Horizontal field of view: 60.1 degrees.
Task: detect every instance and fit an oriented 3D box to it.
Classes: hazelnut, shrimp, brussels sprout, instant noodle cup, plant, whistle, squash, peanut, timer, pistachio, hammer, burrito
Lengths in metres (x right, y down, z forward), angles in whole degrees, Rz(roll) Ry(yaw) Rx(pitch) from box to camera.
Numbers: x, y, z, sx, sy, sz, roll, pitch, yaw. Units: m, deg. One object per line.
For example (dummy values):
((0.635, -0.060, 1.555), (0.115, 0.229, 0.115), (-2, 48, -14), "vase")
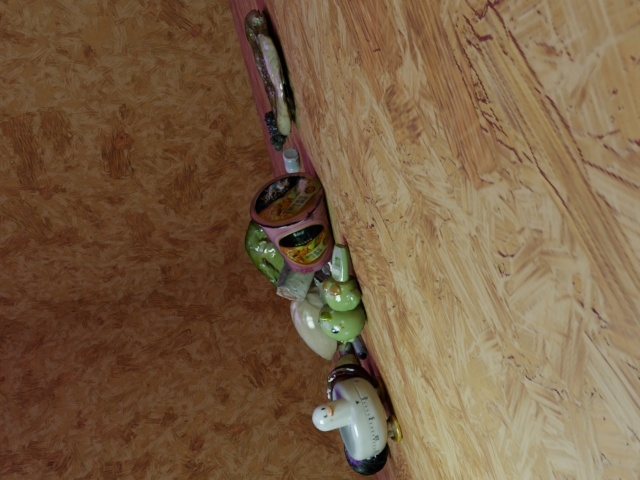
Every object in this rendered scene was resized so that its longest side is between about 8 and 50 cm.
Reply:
((0.103, 0.505, 1.827), (0.202, 0.170, 0.160), (61, -177, -10), "hazelnut")
((0.107, 0.465, 2.279), (0.145, 0.059, 0.255), (-126, 19, -82), "shrimp")
((-0.149, 0.039, 2.308), (0.371, 0.276, 0.315), (47, 179, -4), "brussels sprout")
((-0.064, -0.039, 1.689), (0.244, 0.243, 0.255), (-114, 0, -48), "instant noodle cup")
((-0.176, -0.435, 2.198), (0.085, 0.087, 0.175), (-43, -55, -63), "plant")
((0.046, 0.161, 1.520), (0.141, 0.141, 0.294), (-118, 12, -62), "whistle")
((0.170, 0.781, 2.089), (0.193, 0.155, 0.193), (18, 122, 32), "squash")
((0.113, 0.517, 2.138), (0.140, 0.109, 0.159), (180, 84, -73), "peanut")
((0.090, 0.525, 1.626), (0.233, 0.239, 0.234), (168, 90, -77), "timer")
((-0.004, 0.315, 2.128), (0.213, 0.193, 0.318), (3, 120, 50), "pistachio")
((0.081, 0.240, 1.933), (0.152, 0.044, 0.427), (80, 170, -48), "hammer")
((-0.076, 0.080, 2.084), (0.105, 0.143, 0.300), (43, -127, -37), "burrito")

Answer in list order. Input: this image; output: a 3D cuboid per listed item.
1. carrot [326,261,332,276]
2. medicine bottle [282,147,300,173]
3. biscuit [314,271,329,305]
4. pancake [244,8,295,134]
((0.043, 0.098, 1.818), (0.047, 0.047, 0.191), (-151, 41, -82), "carrot")
((-0.104, -0.289, 2.002), (0.089, 0.057, 0.057), (83, 169, -61), "medicine bottle")
((0.060, 0.197, 1.767), (0.252, 0.052, 0.150), (29, 142, 67), "biscuit")
((-0.155, -0.522, 1.705), (0.382, 0.071, 0.383), (162, 90, -85), "pancake")
